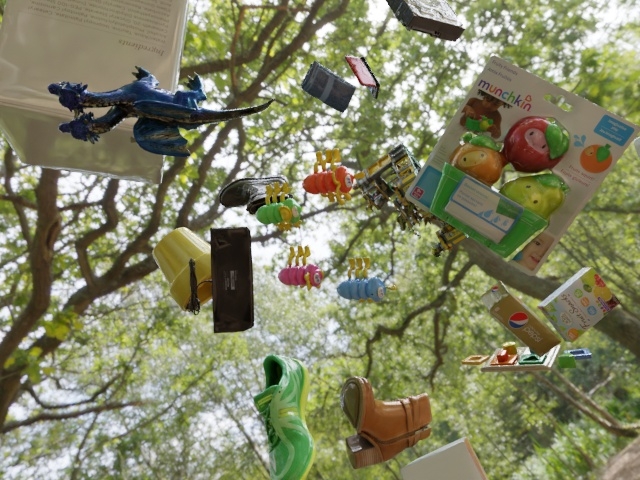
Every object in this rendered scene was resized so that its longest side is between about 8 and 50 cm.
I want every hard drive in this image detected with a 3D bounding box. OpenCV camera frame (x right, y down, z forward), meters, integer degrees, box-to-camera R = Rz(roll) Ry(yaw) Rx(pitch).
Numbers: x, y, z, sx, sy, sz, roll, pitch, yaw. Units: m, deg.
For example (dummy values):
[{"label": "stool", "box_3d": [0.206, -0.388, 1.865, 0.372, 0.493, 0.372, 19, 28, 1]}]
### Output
[{"label": "hard drive", "box_3d": [0.307, -0.800, 1.583, 0.237, 0.339, 0.064, -3, -31, -32]}]

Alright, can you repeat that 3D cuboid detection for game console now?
[{"label": "game console", "box_3d": [0.149, -0.591, 1.759, 0.085, 0.144, 0.124, -22, -19, -9]}]

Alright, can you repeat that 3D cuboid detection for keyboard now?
[{"label": "keyboard", "box_3d": [-0.302, 0.119, 1.438, 0.201, 0.317, 0.033, -2, 0, -9]}]

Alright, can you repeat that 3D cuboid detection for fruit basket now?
[{"label": "fruit basket", "box_3d": [0.396, -0.155, 0.995, 0.353, 0.327, 0.165, -60, -17, 19]}]

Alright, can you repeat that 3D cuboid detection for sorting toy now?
[{"label": "sorting toy", "box_3d": [0.554, 0.316, 1.341, 0.347, 0.047, 0.196, -14, -2, 36]}]

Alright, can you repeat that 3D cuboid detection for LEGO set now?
[{"label": "LEGO set", "box_3d": [0.230, -0.085, 1.312, 0.192, 0.255, 0.331, -35, -44, 21]}]

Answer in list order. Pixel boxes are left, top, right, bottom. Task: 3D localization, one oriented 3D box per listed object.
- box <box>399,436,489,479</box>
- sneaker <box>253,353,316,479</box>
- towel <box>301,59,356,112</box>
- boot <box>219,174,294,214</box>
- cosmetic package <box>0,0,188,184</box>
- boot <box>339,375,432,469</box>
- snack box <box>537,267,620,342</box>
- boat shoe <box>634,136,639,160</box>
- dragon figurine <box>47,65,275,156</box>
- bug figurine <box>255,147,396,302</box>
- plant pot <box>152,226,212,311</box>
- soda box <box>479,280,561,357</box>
[{"label": "box", "box_3d": [0.338, 0.627, 1.195, 0.168, 0.215, 0.345, -28, -25, 6]}, {"label": "sneaker", "box_3d": [-0.086, 0.359, 0.973, 0.123, 0.295, 0.109, 36, -64, -29]}, {"label": "towel", "box_3d": [0.018, -0.330, 1.045, 0.119, 0.029, 0.067, 22, -86, -33]}, {"label": "boot", "box_3d": [-0.209, -0.135, 1.517, 0.263, 0.229, 0.091, -15, -68, 5]}, {"label": "cosmetic package", "box_3d": [-0.490, -0.379, 1.085, 0.327, 0.394, 0.329, 9, -15, -19]}, {"label": "boot", "box_3d": [0.169, 0.410, 1.148, 0.220, 0.109, 0.283, -14, -67, -17]}, {"label": "snack box", "box_3d": [0.567, 0.141, 1.060, 0.141, 0.100, 0.037, -38, -4, -3]}, {"label": "boat shoe", "box_3d": [0.931, -0.190, 1.305, 0.078, 0.219, 0.070, -30, 3, -32]}, {"label": "dragon figurine", "box_3d": [-0.217, -0.176, 0.685, 0.289, 0.144, 0.085, 11, -50, -9]}, {"label": "bug figurine", "box_3d": [0.000, 0.000, 0.802, 0.072, 0.216, 0.279, -42, -62, -53]}, {"label": "plant pot", "box_3d": [-0.478, 0.091, 1.770, 0.254, 0.239, 0.254, -43, -11, -11]}, {"label": "soda box", "box_3d": [0.425, 0.168, 1.026, 0.181, 0.061, 0.058, 39, -73, -18]}]
